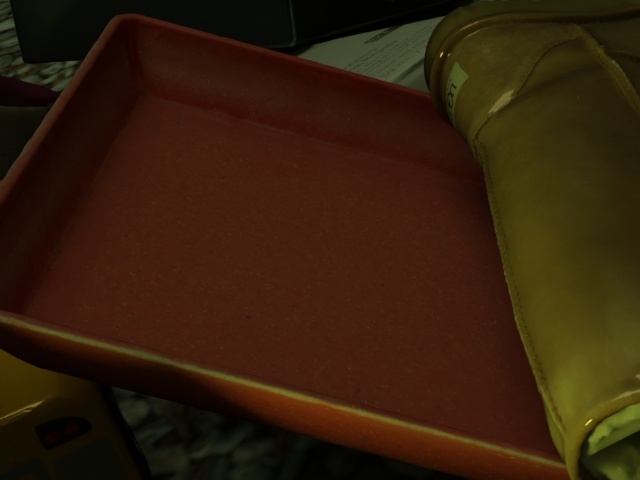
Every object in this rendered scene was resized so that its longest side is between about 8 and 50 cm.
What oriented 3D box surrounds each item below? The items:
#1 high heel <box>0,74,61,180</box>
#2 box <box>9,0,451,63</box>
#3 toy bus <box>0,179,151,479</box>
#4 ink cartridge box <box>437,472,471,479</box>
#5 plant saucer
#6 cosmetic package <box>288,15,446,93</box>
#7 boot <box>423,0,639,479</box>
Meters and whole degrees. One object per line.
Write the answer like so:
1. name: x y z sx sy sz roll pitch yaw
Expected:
1. high heel: -0.289 -0.075 0.821 0.181 0.127 0.377 9 -3 31
2. box: -0.067 -0.262 1.005 0.296 0.183 0.294 3 18 36
3. toy bus: -0.180 0.067 0.648 0.108 0.130 0.333 -26 30 -10
4. ink cartridge box: 0.163 0.114 0.427 0.330 0.071 0.324 7 40 37
5. plant saucer: 0.000 0.000 0.522 0.258 0.048 0.259 15 33 -2
6. cosmetic package: 0.022 -0.078 0.764 0.117 0.086 0.231 -36 22 -28
7. boot: 0.173 -0.015 0.493 0.236 0.089 0.269 -9 36 -4
